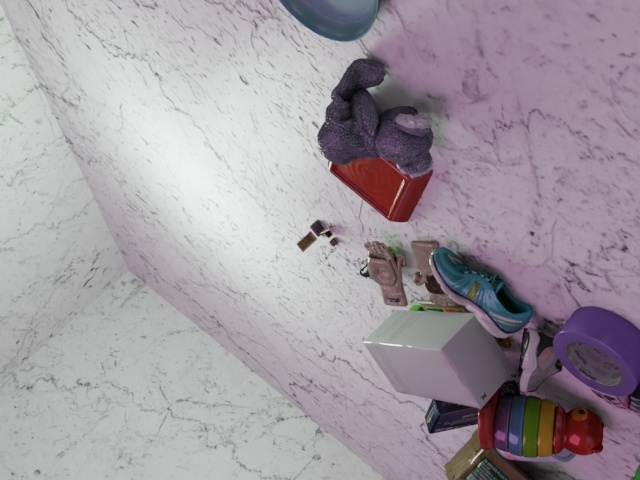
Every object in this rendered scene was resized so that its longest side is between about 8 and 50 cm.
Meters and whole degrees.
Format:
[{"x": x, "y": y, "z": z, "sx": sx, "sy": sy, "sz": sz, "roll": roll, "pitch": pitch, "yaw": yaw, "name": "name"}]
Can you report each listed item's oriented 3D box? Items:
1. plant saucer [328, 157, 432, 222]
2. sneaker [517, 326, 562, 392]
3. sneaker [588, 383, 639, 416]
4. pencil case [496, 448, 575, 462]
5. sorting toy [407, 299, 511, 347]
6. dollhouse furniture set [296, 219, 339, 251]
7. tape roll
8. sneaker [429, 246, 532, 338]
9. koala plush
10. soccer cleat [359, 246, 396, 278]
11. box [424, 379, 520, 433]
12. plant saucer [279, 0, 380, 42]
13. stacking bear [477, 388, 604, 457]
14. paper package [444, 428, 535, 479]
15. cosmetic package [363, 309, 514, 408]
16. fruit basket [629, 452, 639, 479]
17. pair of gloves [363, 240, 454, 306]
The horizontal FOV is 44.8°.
[{"x": 0.120, "y": -0.166, "z": 1.812, "sx": 0.259, "sy": 0.048, "sz": 0.258, "roll": 41, "pitch": 156, "yaw": 12, "name": "plant saucer"}, {"x": 0.524, "y": 0.296, "z": 1.836, "sx": 0.108, "sy": 0.100, "sz": 0.271, "roll": 6, "pitch": 152, "yaw": 13, "name": "sneaker"}, {"x": 0.673, "y": 0.341, "z": 1.718, "sx": 0.178, "sy": 0.072, "sz": 0.077, "roll": 33, "pitch": 166, "yaw": 45, "name": "sneaker"}, {"x": 0.582, "y": 0.540, "z": 2.111, "sx": 0.124, "sy": 0.113, "sz": 0.273, "roll": 54, "pitch": 156, "yaw": 2, "name": "pencil case"}, {"x": 0.357, "y": 0.242, "z": 2.079, "sx": 0.196, "sy": 0.047, "sz": 0.348, "roll": 53, "pitch": 155, "yaw": -17, "name": "sorting toy"}, {"x": 0.000, "y": 0.000, "z": 2.196, "sx": 0.091, "sy": 0.114, "sz": 0.081, "roll": 52, "pitch": 152, "yaw": -9, "name": "dollhouse furniture set"}, {"x": 0.595, "y": 0.234, "z": 1.637, "sx": 0.189, "sy": 0.080, "sz": 0.189, "roll": 35, "pitch": 154, "yaw": 20, "name": "tape roll"}, {"x": 0.374, "y": 0.105, "z": 1.803, "sx": 0.275, "sy": 0.107, "sz": 0.110, "roll": 40, "pitch": 137, "yaw": 1, "name": "sneaker"}, {"x": 0.127, "y": -0.219, "z": 1.565, "sx": 0.221, "sy": 0.203, "sz": 0.196, "roll": 23, "pitch": 151, "yaw": 18, "name": "koala plush"}, {"x": 0.157, "y": 0.057, "z": 2.108, "sx": 0.072, "sy": 0.060, "sz": 0.179, "roll": 58, "pitch": 149, "yaw": -5, "name": "soccer cleat"}, {"x": 0.414, "y": 0.459, "z": 2.129, "sx": 0.183, "sy": 0.233, "sz": 0.059, "roll": 94, "pitch": 164, "yaw": -59, "name": "box"}, {"x": -0.005, "y": -0.520, "z": 1.448, "sx": 0.317, "sy": 0.044, "sz": 0.317, "roll": 36, "pitch": 155, "yaw": 20, "name": "plant saucer"}, {"x": 0.549, "y": 0.459, "z": 1.919, "sx": 0.289, "sy": 0.175, "sz": 0.164, "roll": 4, "pitch": 115, "yaw": 21, "name": "stacking bear"}, {"x": 0.550, "y": 0.750, "z": 2.321, "sx": 0.325, "sy": 0.168, "sz": 0.309, "roll": 42, "pitch": 180, "yaw": 8, "name": "paper package"}, {"x": 0.298, "y": 0.302, "z": 2.026, "sx": 0.197, "sy": 0.155, "sz": 0.365, "roll": 57, "pitch": 154, "yaw": -15, "name": "cosmetic package"}, {"x": 0.856, "y": 0.593, "z": 1.660, "sx": 0.353, "sy": 0.165, "sz": 0.327, "roll": 22, "pitch": 161, "yaw": 40, "name": "fruit basket"}, {"x": 0.233, "y": 0.082, "z": 1.986, "sx": 0.240, "sy": 0.042, "sz": 0.204, "roll": -5, "pitch": 123, "yaw": 41, "name": "pair of gloves"}]
